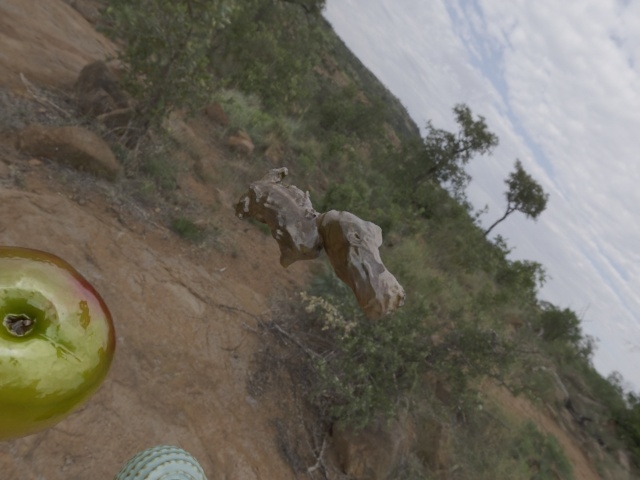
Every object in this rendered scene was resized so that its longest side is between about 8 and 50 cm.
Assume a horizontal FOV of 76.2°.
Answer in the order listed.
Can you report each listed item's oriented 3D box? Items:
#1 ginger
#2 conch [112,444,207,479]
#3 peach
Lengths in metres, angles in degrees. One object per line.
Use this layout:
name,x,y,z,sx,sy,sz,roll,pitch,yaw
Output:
ginger,-0.002,-0.001,0.579,0.290,0.122,0.084,36,-13,22
conch,-0.218,0.365,0.530,0.131,0.200,0.172,18,52,-11
peach,-0.358,0.117,0.470,0.231,0.231,0.231,43,17,-17
